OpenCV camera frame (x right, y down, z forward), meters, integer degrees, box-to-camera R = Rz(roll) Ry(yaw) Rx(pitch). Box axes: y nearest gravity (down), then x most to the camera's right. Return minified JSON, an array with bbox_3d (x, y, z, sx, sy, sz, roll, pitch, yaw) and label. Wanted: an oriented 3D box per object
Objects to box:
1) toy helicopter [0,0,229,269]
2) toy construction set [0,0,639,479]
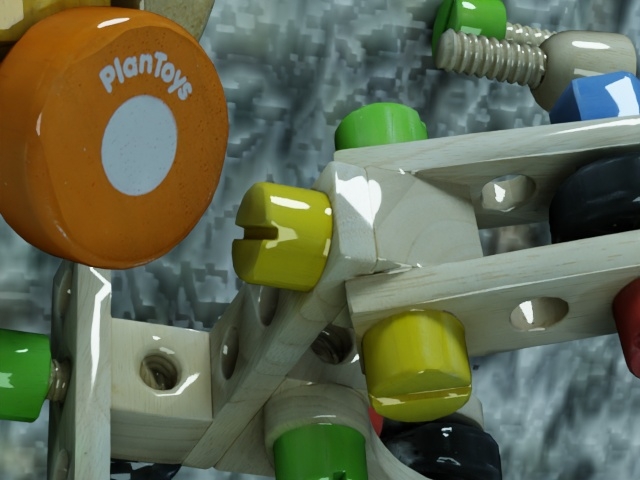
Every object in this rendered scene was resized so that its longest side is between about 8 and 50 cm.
[{"bbox_3d":[-0.149,-0.151,0.405,0.355,0.140,0.235,29,79,-48],"label":"toy helicopter"},{"bbox_3d":[0.000,0.000,0.538,0.237,0.257,0.308,10,78,-14],"label":"toy construction set"}]
